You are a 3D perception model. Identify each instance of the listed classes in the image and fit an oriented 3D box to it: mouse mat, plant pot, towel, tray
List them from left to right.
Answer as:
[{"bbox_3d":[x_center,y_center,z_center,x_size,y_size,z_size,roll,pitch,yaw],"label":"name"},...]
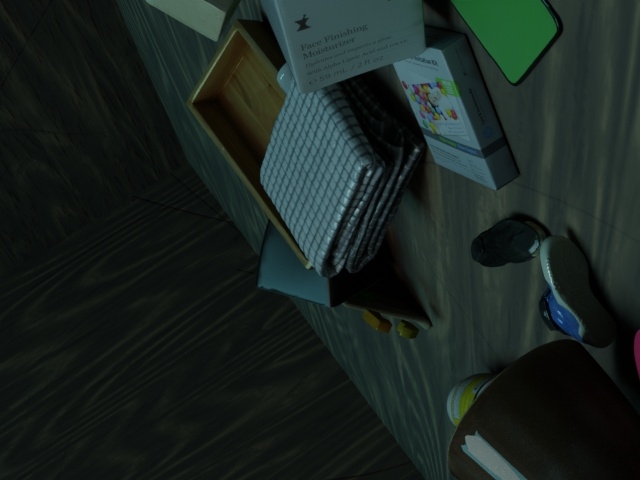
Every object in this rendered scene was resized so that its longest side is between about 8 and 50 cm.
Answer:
[{"bbox_3d":[-0.062,-0.171,1.650,0.411,0.076,0.203,53,126,20],"label":"tray"},{"bbox_3d":[0.000,0.000,1.774,0.188,0.187,0.167,12,114,35],"label":"plant pot"},{"bbox_3d":[0.024,-0.116,1.412,0.235,0.121,0.284,60,147,31],"label":"towel"},{"bbox_3d":[0.155,-0.248,0.911,0.190,0.007,0.152,55,170,6],"label":"mouse mat"},{"bbox_3d":[0.294,0.263,1.035,0.230,0.215,0.215,46,165,39],"label":"plant pot"}]

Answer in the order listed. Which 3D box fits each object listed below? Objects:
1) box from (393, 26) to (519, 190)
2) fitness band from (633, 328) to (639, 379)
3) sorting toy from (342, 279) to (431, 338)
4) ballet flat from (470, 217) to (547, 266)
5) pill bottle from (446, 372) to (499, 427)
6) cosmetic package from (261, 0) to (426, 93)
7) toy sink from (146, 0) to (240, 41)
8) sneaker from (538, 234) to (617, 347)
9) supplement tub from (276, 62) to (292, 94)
[{"bbox_3d":[0.151,-0.159,1.106,0.145,0.038,0.186,38,157,60],"label":"box"},{"bbox_3d":[0.392,0.196,0.915,0.291,0.054,0.209,63,178,-33],"label":"fitness band"},{"bbox_3d":[0.110,0.115,1.853,0.229,0.041,0.307,19,-170,-29],"label":"sorting toy"},{"bbox_3d":[0.242,0.002,1.190,0.173,0.049,0.057,159,106,-74],"label":"ballet flat"},{"bbox_3d":[0.285,0.280,1.570,0.119,0.119,0.208,57,170,2],"label":"pill bottle"},{"bbox_3d":[0.012,-0.283,0.983,0.184,0.151,0.151,72,177,-59],"label":"cosmetic package"},{"bbox_3d":[-0.131,-0.418,1.304,0.131,0.234,0.153,29,172,-8],"label":"toy sink"},{"bbox_3d":[0.279,0.057,1.099,0.152,0.058,0.084,54,163,-20],"label":"sneaker"},{"bbox_3d":[-0.015,-0.241,1.534,0.107,0.071,0.071,53,169,22],"label":"supplement tub"}]
